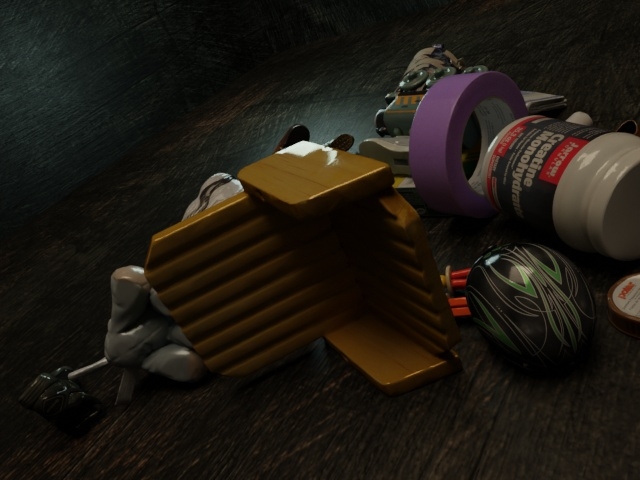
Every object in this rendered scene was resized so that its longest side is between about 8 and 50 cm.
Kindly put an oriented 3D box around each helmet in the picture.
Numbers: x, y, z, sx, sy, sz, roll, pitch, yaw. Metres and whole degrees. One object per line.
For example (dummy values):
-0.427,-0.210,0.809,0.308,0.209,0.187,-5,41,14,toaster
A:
0.287,0.087,0.709,0.169,0.170,0.161,-27,12,-3,helmet

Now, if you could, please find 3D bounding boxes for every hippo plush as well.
-0.298,0.161,1.043,0.294,0.234,0.236,-62,0,17,hippo plush

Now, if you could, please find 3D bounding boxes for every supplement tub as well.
0.419,-0.094,0.857,0.191,0.191,0.272,-30,29,-9,supplement tub

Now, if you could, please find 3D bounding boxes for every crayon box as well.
0.272,-0.178,1.225,0.202,0.081,0.318,3,40,41,crayon box

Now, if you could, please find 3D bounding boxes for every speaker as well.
0.533,-0.225,1.127,0.136,0.055,0.055,-38,31,-23,speaker

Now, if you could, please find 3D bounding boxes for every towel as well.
0.453,-0.363,1.327,0.209,0.034,0.284,-19,30,-40,towel

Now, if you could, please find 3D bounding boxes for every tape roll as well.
0.297,-0.185,1.015,0.274,0.275,0.090,-40,31,-26,tape roll

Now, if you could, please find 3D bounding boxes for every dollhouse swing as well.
-0.039,0.090,0.744,0.304,0.347,0.315,-33,30,-16,dollhouse swing

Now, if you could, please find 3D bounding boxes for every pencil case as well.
0.321,-0.454,1.564,0.183,0.160,0.410,-20,27,34,pencil case

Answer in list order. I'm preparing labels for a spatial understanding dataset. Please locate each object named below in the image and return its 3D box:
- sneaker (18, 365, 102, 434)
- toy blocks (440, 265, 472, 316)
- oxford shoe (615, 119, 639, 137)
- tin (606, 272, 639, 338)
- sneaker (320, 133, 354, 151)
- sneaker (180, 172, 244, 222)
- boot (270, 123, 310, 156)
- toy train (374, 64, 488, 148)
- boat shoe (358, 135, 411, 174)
-0.497,0.315,1.017,0.087,0.130,0.227,-51,7,-19,sneaker
0.232,0.086,0.847,0.148,0.054,0.123,-10,31,25,toy blocks
0.551,-0.156,0.979,0.076,0.076,0.212,8,45,43,oxford shoe
0.471,0.094,0.668,0.106,0.040,0.189,-34,30,-25,tin
0.024,-0.272,1.605,0.192,0.064,0.086,-26,4,21,sneaker
-0.234,0.002,1.238,0.210,0.137,0.366,11,63,26,sneaker
-0.128,-0.249,1.618,0.280,0.096,0.264,-122,55,-75,boot
0.274,-0.311,1.229,0.190,0.142,0.333,-48,35,-19,toy train
0.187,-0.196,1.168,0.081,0.079,0.227,-32,33,-31,boat shoe
